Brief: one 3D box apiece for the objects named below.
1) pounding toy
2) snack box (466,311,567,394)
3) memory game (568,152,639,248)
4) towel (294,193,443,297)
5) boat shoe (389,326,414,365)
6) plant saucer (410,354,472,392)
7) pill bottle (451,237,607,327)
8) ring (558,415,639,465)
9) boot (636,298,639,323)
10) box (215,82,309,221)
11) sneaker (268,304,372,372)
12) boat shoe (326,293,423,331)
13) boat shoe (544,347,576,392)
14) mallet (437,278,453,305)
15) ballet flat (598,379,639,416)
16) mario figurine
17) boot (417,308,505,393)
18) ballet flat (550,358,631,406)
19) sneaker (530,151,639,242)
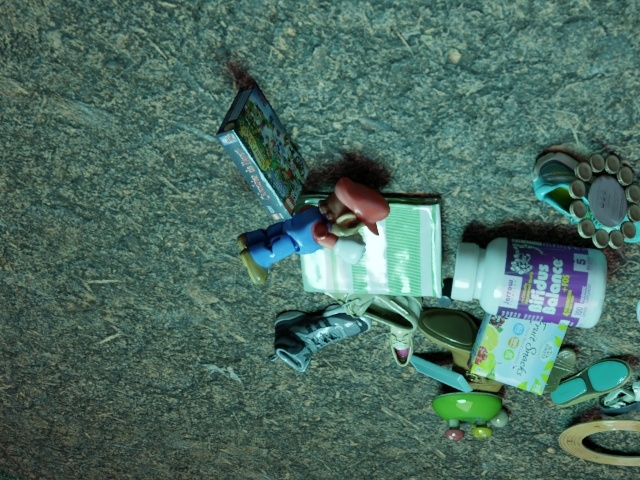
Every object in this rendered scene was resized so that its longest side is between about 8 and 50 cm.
[{"bbox_3d":[0.394,0.478,2.058,0.183,0.110,0.237,-9,153,23],"label":"pounding toy"},{"bbox_3d":[0.453,0.225,1.790,0.174,0.070,0.207,19,99,-1],"label":"snack box"},{"bbox_3d":[0.536,-0.075,1.473,0.186,0.186,0.012,35,160,-18],"label":"memory game"},{"bbox_3d":[0.107,0.015,1.736,0.325,0.038,0.248,2,116,16],"label":"towel"},{"bbox_3d":[0.206,0.253,1.977,0.063,0.059,0.170,0,134,17],"label":"boat shoe"},{"bbox_3d":[0.300,0.338,1.993,0.192,0.018,0.067,17,150,54],"label":"plant saucer"},{"bbox_3d":[0.434,0.083,1.658,0.302,0.169,0.169,7,136,9],"label":"pill bottle"},{"bbox_3d":[0.797,0.522,2.048,0.337,0.032,0.336,8,147,5],"label":"ring"},{"bbox_3d":[0.772,0.241,1.745,0.095,0.123,0.258,-15,128,29],"label":"boot"},{"bbox_3d":[-0.110,-0.175,1.573,0.044,0.159,0.233,-13,129,27],"label":"box"},{"bbox_3d":[-0.004,0.253,1.973,0.269,0.153,0.101,-8,131,24],"label":"sneaker"},{"bbox_3d":[0.097,0.130,1.858,0.302,0.098,0.109,22,136,-6],"label":"boat shoe"},{"bbox_3d":[0.589,0.312,1.938,0.056,0.048,0.153,21,131,13],"label":"boat shoe"},{"bbox_3d":[0.223,0.098,1.814,0.190,0.062,0.039,17,138,0],"label":"mallet"},{"bbox_3d":[0.773,0.382,1.929,0.074,0.074,0.203,37,135,-20],"label":"ballet flat"},{"bbox_3d":[0.000,0.000,1.633,0.321,0.198,0.170,-24,156,5],"label":"mario figurine"},{"bbox_3d":[0.355,0.282,1.947,0.283,0.109,0.220,13,143,-1],"label":"boot"},{"bbox_3d":[0.676,0.350,1.937,0.073,0.080,0.232,12,148,-38],"label":"ballet flat"},{"bbox_3d":[0.522,-0.061,1.529,0.275,0.110,0.107,27,136,-11],"label":"sneaker"}]
